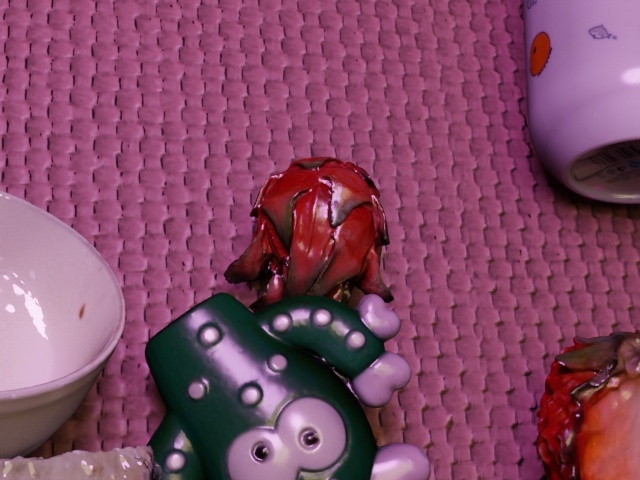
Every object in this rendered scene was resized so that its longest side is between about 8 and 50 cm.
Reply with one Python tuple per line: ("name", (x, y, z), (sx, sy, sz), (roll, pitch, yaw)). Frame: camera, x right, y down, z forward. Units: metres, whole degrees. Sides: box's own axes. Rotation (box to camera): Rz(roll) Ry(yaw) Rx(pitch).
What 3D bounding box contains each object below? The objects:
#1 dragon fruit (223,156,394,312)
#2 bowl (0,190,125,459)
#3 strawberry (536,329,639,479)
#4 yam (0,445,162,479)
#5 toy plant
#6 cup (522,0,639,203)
("dragon fruit", (-0.005, -0.003, 1.006), (0.121, 0.130, 0.142), (22, 57, -42))
("bowl", (-0.293, 0.074, 0.847), (0.277, 0.145, 0.277), (18, 29, -11))
("strawberry", (0.255, 0.193, 1.004), (0.190, 0.111, 0.237), (-9, 94, -29))
("yam", (-0.210, 0.295, 0.778), (0.202, 0.201, 0.271), (7, 60, -33))
("toy plant", (-0.035, 0.157, 0.922), (0.232, 0.112, 0.243), (-10, 80, -3))
("cup", (0.297, -0.208, 1.111), (0.212, 0.212, 0.317), (8, 67, -11))
